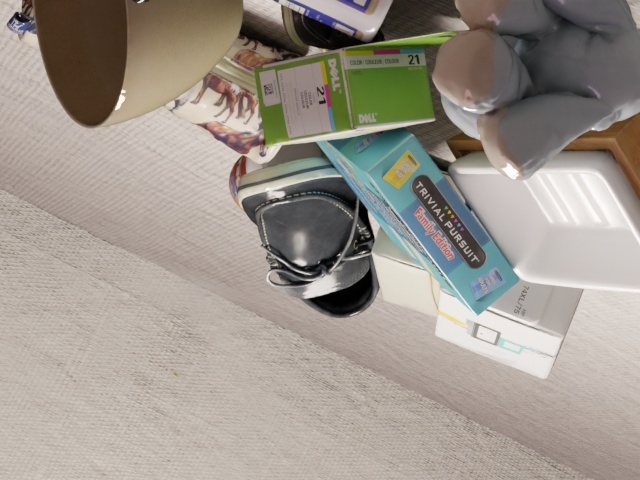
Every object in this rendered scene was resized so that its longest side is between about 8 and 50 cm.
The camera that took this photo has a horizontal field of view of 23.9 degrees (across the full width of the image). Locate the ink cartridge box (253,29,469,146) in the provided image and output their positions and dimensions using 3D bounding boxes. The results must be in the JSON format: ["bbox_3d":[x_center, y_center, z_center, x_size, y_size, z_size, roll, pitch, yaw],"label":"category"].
[{"bbox_3d":[0.081,-0.177,1.741,0.255,0.097,0.189,-7,-177,34],"label":"ink cartridge box"}]

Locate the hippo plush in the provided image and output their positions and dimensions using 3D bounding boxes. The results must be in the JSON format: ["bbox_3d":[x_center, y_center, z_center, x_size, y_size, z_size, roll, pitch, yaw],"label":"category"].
[{"bbox_3d":[0.237,-0.204,1.590,0.294,0.234,0.236,-17,-170,-8],"label":"hippo plush"}]

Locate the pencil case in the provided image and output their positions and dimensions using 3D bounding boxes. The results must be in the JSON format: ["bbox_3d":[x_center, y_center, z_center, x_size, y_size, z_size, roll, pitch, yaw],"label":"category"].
[{"bbox_3d":[-0.207,-0.256,2.038,0.410,0.160,0.183,27,179,-13],"label":"pencil case"}]

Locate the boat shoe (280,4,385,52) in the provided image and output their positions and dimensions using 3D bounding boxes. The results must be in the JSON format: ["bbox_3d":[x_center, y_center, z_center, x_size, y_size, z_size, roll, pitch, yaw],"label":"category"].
[{"bbox_3d":[0.018,-0.265,1.812,0.073,0.080,0.223,-1,174,20],"label":"boat shoe"}]

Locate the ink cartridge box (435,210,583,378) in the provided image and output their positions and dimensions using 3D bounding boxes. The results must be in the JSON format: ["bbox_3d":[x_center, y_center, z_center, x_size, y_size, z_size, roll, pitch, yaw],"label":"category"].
[{"bbox_3d":[0.302,0.062,2.318,0.197,0.198,0.270,21,164,9],"label":"ink cartridge box"}]

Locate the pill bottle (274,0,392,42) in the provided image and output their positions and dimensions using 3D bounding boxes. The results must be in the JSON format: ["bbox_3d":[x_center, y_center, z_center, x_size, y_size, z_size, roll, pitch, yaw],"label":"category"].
[{"bbox_3d":[-0.006,-0.304,1.666,0.186,0.112,0.112,24,165,-5],"label":"pill bottle"}]

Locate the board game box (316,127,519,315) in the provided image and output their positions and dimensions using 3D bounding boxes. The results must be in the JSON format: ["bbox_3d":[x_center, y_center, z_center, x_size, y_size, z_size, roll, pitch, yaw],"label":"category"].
[{"bbox_3d":[0.108,-0.065,2.017,0.254,0.079,0.336,51,178,-24],"label":"board game box"}]

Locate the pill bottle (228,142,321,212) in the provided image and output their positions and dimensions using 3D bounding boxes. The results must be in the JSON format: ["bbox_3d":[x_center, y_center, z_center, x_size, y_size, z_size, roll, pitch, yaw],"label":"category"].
[{"bbox_3d":[-0.069,-0.110,2.419,0.121,0.121,0.216,26,164,-9],"label":"pill bottle"}]

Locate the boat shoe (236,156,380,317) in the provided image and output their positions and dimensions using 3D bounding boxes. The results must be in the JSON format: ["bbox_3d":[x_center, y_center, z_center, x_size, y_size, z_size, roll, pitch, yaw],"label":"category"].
[{"bbox_3d":[0.000,0.000,2.329,0.186,0.156,0.500,-14,160,7],"label":"boat shoe"}]

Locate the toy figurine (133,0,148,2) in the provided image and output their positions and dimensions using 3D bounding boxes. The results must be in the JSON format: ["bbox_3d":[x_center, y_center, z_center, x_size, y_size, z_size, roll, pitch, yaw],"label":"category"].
[{"bbox_3d":[-0.200,-0.373,1.530,0.209,0.213,0.148,26,156,-1],"label":"toy figurine"}]

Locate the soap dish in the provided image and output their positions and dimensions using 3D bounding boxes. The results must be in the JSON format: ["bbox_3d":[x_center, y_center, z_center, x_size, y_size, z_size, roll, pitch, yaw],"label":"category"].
[{"bbox_3d":[0.313,-0.052,1.828,0.291,0.118,0.229,5,137,55],"label":"soap dish"}]

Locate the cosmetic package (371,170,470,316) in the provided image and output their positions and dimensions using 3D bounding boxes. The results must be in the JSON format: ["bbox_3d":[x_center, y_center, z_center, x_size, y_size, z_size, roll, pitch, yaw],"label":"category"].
[{"bbox_3d":[0.162,0.004,2.372,0.113,0.160,0.309,18,169,11],"label":"cosmetic package"}]

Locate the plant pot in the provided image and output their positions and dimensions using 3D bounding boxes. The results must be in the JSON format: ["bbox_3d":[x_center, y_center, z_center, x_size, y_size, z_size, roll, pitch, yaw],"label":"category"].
[{"bbox_3d":[-0.205,-0.285,1.815,0.191,0.284,0.284,-10,-177,-30],"label":"plant pot"}]
